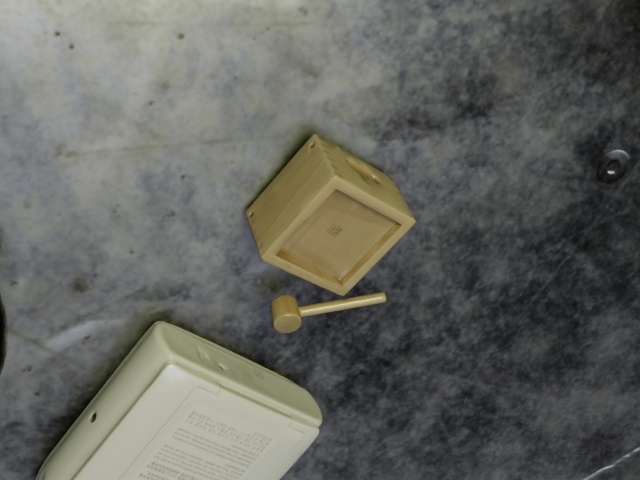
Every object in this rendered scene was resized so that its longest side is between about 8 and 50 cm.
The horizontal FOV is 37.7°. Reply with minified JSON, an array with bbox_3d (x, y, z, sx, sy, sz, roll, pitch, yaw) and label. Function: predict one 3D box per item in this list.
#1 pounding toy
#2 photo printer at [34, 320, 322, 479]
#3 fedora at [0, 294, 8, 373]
[{"bbox_3d":[0.003,0.007,1.075,0.181,0.094,0.206,26,117,-36],"label":"pounding toy"},{"bbox_3d":[-0.184,0.270,1.148,0.256,0.107,0.307,30,107,-32],"label":"photo printer"},{"bbox_3d":[-0.435,0.058,0.795,0.334,0.333,0.152,4,147,-22],"label":"fedora"}]
